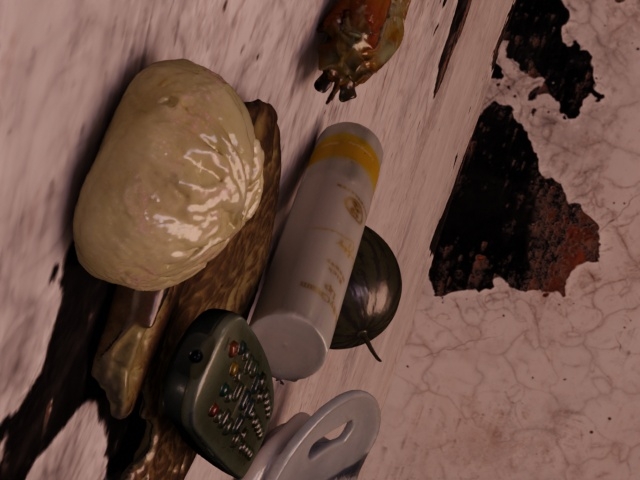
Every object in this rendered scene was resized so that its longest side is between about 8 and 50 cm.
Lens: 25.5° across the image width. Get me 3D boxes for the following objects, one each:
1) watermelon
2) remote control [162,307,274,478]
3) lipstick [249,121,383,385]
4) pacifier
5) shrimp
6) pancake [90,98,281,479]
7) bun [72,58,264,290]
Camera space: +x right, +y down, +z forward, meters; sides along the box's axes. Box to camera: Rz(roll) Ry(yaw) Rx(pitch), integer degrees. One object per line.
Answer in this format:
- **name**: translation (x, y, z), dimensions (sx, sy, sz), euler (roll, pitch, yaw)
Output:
- **watermelon**: translation (0.018, 0.044, 1.124), dimensions (0.105, 0.133, 0.105), euler (-22, 145, -16)
- **remote control**: translation (-0.059, 0.099, 0.859), dimensions (0.222, 0.042, 0.072), euler (81, 31, -70)
- **lipstick**: translation (0.000, 0.000, 1.036), dimensions (0.264, 0.059, 0.059), euler (-73, 177, -55)
- **pacifier**: translation (0.011, 0.295, 1.416), dimensions (0.227, 0.207, 0.279), euler (-27, 138, -52)
- **shrimp**: translation (0.036, -0.171, 1.029), dimensions (0.217, 0.051, 0.115), euler (-58, 159, -51)
- **pancake**: translation (-0.081, 0.051, 0.859), dimensions (0.288, 0.033, 0.286), euler (9, 102, -81)
- **bun**: translation (-0.065, -0.024, 0.653), dimensions (0.115, 0.069, 0.115), euler (22, 90, -82)
